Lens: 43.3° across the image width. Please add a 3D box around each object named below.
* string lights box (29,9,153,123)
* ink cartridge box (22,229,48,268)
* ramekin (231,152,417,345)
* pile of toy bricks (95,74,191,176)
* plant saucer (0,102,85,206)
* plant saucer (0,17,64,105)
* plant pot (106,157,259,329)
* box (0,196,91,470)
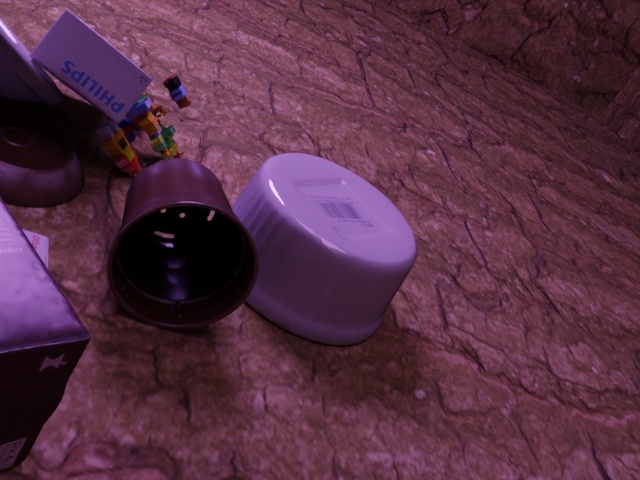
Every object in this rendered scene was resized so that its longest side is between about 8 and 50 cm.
[{"bbox_3d":[-0.317,-0.237,1.099,0.133,0.076,0.260,39,-2,-23],"label":"string lights box"},{"bbox_3d":[-0.344,0.016,0.818,0.122,0.052,0.088,18,18,-24],"label":"ink cartridge box"},{"bbox_3d":[0.000,0.000,1.129,0.277,0.135,0.277,25,29,-15],"label":"ramekin"},{"bbox_3d":[-0.240,-0.162,1.189,0.105,0.118,0.212,60,11,-20],"label":"pile of toy bricks"},{"bbox_3d":[-0.389,-0.120,1.018,0.199,0.036,0.198,26,29,-15],"label":"plant saucer"},{"bbox_3d":[-0.496,-0.310,1.021,0.400,0.100,0.400,50,-7,8],"label":"plant saucer"},{"bbox_3d":[-0.166,-0.009,0.959,0.167,0.167,0.165,20,24,-23],"label":"plant pot"},{"bbox_3d":[-0.326,0.071,0.643,0.167,0.168,0.203,-5,45,-51],"label":"box"}]
